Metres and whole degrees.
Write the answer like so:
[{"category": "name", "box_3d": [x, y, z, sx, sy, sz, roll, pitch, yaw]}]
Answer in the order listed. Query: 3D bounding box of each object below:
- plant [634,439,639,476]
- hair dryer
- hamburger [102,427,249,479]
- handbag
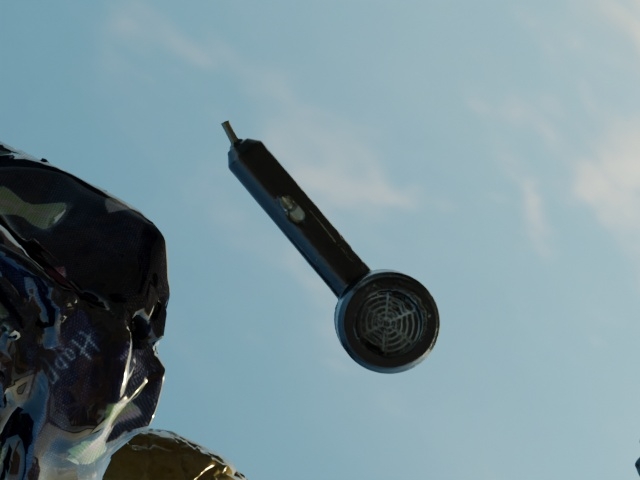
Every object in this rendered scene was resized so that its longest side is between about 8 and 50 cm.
[{"category": "plant", "box_3d": [0.380, 0.159, 1.398, 0.256, 0.142, 0.164, -19, -138, -14]}, {"category": "hair dryer", "box_3d": [0.000, 0.000, 1.251, 0.219, 0.071, 0.124, 51, 178, 2]}, {"category": "hamburger", "box_3d": [-0.167, 0.227, 1.473, 0.211, 0.309, 0.132, 17, -108, -28]}, {"category": "handbag", "box_3d": [-0.172, 0.030, 0.629, 0.260, 0.162, 0.113, 29, -157, 26]}]
